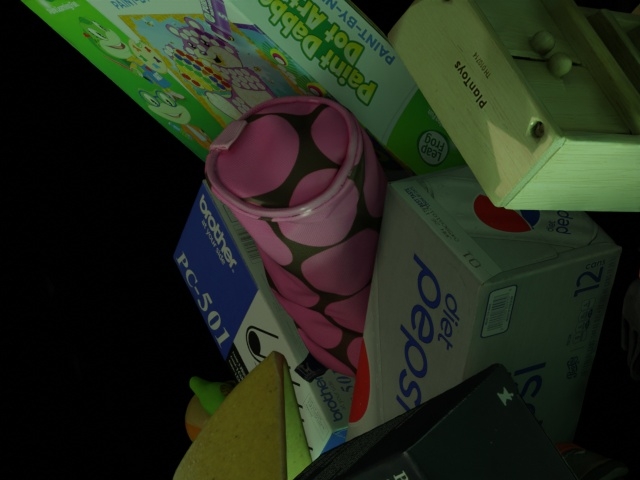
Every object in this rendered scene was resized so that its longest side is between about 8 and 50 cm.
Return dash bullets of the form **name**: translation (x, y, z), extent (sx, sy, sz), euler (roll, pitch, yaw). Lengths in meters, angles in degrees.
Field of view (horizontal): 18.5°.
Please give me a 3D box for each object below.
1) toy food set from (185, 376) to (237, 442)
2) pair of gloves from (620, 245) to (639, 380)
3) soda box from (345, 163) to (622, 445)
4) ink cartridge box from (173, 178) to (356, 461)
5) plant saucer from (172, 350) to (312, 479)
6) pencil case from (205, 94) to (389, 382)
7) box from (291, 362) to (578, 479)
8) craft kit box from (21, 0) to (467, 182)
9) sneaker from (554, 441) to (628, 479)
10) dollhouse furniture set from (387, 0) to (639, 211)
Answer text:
- **toy food set**: translation (-0.061, 0.164, 1.455), extent (0.132, 0.038, 0.192), euler (35, 133, 52)
- **pair of gloves**: translation (0.176, 0.049, 0.972), extent (0.083, 0.010, 0.074), euler (40, 137, 50)
- **soda box**: translation (0.078, 0.097, 1.094), extent (0.098, 0.091, 0.286), euler (50, 144, 41)
- **ink cartridge box**: translation (-0.032, 0.062, 1.340), extent (0.207, 0.046, 0.097), euler (62, 149, 25)
- **plant saucer**: translation (-0.030, 0.293, 1.176), extent (0.333, 0.081, 0.333), euler (78, -174, -45)
- **pencil case**: translation (0.000, 0.000, 1.100), extent (0.098, 0.095, 0.209), euler (31, 161, 29)
- **box**: translation (0.063, 0.170, 0.998), extent (0.158, 0.093, 0.156), euler (-34, 91, 45)
- **craft kit box**: translation (-0.058, -0.116, 1.141), extent (0.246, 0.061, 0.250), euler (44, 161, -20)
- **sneaker**: translation (0.150, 0.187, 1.041), extent (0.065, 0.061, 0.158), euler (-5, 100, 57)
- **dollhouse furniture set**: translation (0.171, -0.126, 0.803), extent (0.242, 0.161, 0.212), euler (-49, 58, 33)
